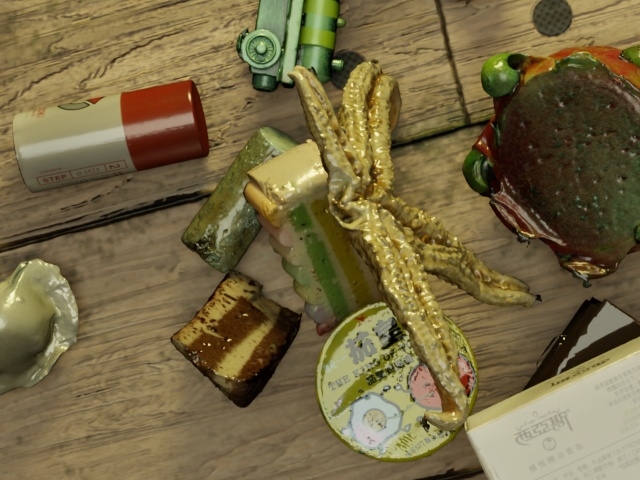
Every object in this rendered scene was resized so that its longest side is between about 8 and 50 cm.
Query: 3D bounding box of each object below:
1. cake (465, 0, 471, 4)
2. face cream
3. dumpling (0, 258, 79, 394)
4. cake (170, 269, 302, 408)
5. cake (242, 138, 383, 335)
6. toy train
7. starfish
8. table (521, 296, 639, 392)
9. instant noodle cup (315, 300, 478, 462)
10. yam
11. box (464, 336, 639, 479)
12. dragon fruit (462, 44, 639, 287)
[{"bbox_3d":[0.156,-0.343,1.806,0.065,0.052,0.121,-40,88,9],"label":"cake"},{"bbox_3d":[-0.245,-0.123,1.812,0.214,0.096,0.096,-11,91,3],"label":"face cream"},{"bbox_3d":[-0.366,0.112,1.827,0.188,0.108,0.127,-43,114,-10],"label":"dumpling"},{"bbox_3d":[-0.115,0.144,1.745,0.112,0.246,0.135,32,112,2],"label":"cake"},{"bbox_3d":[0.007,0.004,1.769,0.109,0.090,0.225,-32,110,-11],"label":"cake"},{"bbox_3d":[-0.025,-0.270,1.804,0.132,0.083,0.200,7,93,0],"label":"toy train"},{"bbox_3d":[0.101,-0.007,1.683,0.082,0.324,0.432,-35,76,25],"label":"starfish"},{"bbox_3d":[0.326,0.173,1.734,0.172,0.193,0.169,35,93,2],"label":"table"},{"bbox_3d":[0.087,0.153,1.774,0.182,0.144,0.182,0,92,2],"label":"instant noodle cup"},{"bbox_3d":[-0.088,-0.049,1.814,0.078,0.078,0.179,36,92,2],"label":"yam"},{"bbox_3d":[0.303,0.222,1.584,0.260,0.111,0.194,-25,89,6],"label":"box"},{"bbox_3d":[0.298,-0.102,1.741,0.268,0.130,0.295,-35,94,30],"label":"dragon fruit"}]
